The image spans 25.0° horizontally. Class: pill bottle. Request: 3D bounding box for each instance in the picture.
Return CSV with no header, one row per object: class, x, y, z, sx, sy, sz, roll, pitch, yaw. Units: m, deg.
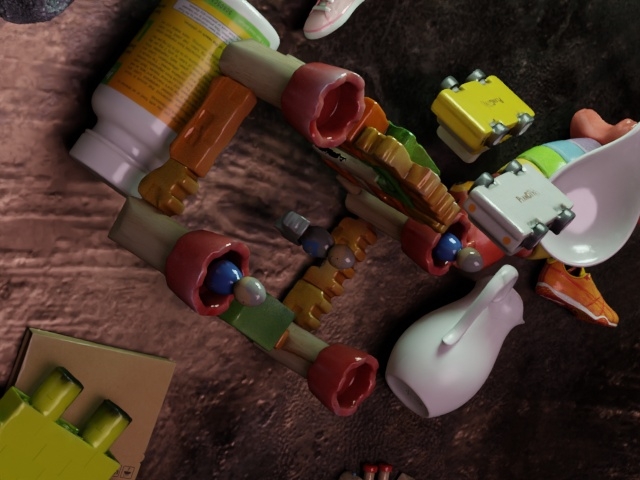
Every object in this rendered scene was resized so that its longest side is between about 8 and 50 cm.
pill bottle,-0.168,-0.165,1.611,0.136,0.136,0.246,40,82,-36

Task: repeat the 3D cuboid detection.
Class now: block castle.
block castle,0.000,0.000,1.647,0.303,0.212,0.453,-56,148,-7

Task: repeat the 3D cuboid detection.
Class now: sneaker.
sneaker,0.384,0.078,2.103,0.175,0.064,0.067,33,76,-39
sneaker,0.017,-0.306,1.741,0.134,0.051,0.070,-44,123,-17

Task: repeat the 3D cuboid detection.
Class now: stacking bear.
stacking bear,0.284,-0.049,1.945,0.289,0.175,0.164,-21,109,-16

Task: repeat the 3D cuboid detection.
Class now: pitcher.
pitcher,0.186,0.128,1.931,0.207,0.125,0.178,-43,160,-17

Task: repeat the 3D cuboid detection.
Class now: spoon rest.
spoon rest,0.373,-0.093,1.837,0.137,0.084,0.276,31,91,-15

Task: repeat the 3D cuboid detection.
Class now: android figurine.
android figurine,-0.346,0.281,1.672,0.273,0.056,0.248,-49,128,-5

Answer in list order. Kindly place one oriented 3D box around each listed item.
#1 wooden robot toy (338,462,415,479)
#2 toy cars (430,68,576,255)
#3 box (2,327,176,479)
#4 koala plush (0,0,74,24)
wooden robot toy,0.079,0.353,1.983,0.173,0.079,0.076,2,105,-34
toy cars,0.208,-0.087,1.776,0.176,0.394,0.087,24,120,-24
box,-0.284,0.201,1.729,0.201,0.021,0.164,16,97,-36
koala plush,-0.225,-0.316,1.506,0.221,0.196,0.203,1,117,-34
